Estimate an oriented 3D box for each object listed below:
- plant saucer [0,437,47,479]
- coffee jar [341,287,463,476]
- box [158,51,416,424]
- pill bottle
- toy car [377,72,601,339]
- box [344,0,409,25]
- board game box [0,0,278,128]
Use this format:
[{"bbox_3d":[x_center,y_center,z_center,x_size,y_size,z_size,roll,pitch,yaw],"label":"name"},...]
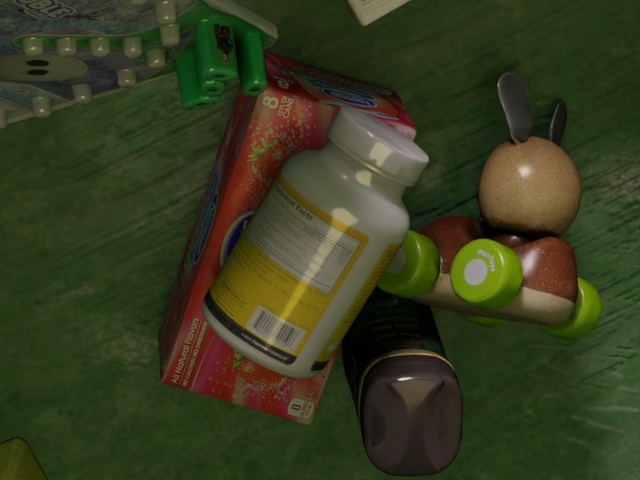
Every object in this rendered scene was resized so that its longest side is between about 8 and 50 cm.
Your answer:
[{"bbox_3d":[-0.296,0.287,1.586,0.188,0.045,0.188,-24,110,3],"label":"plant saucer"},{"bbox_3d":[0.063,0.111,1.485,0.079,0.184,0.096,-2,109,-5],"label":"coffee jar"},{"bbox_3d":[-0.031,-0.003,1.469,0.128,0.122,0.257,17,107,-10],"label":"box"},{"bbox_3d":[0.000,0.000,1.352,0.103,0.103,0.184,28,104,-14],"label":"pill bottle"},{"bbox_3d":[0.145,-0.031,1.474,0.155,0.149,0.188,21,80,-52],"label":"toy car"},{"bbox_3d":[0.086,-0.264,1.399,0.203,0.103,0.114,-30,110,5],"label":"box"},{"bbox_3d":[-0.281,-0.118,1.228,0.390,0.390,0.050,-13,74,24],"label":"board game box"}]
